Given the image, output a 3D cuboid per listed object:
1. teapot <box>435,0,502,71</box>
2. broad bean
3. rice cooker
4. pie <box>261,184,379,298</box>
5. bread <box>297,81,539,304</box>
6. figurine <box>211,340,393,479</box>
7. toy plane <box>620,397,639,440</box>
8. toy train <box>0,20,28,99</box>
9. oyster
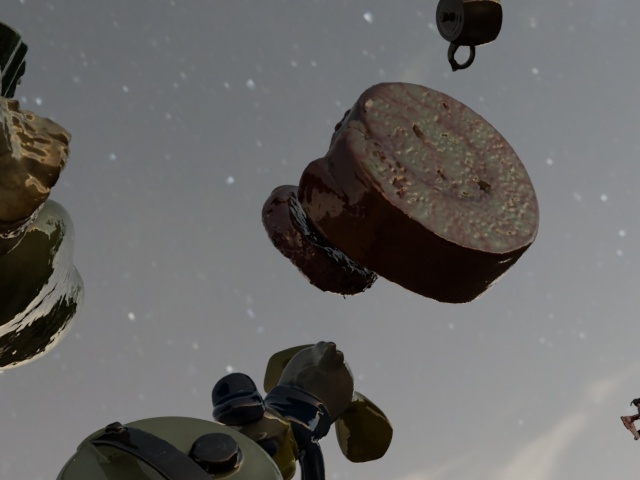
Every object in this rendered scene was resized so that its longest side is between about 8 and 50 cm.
[{"bbox_3d":[0.174,-0.267,1.652,0.068,0.076,0.121,-7,-69,-30],"label":"teapot"},{"bbox_3d":[-0.323,0.047,1.379,0.189,0.121,0.263,-53,-8,-20],"label":"broad bean"},{"bbox_3d":[-0.137,0.288,1.219,0.226,0.226,0.244,-13,-53,-28],"label":"rice cooker"},{"bbox_3d":[0.000,0.000,1.743,0.182,0.182,0.049,12,-51,-45],"label":"pie"},{"bbox_3d":[0.140,-0.065,1.753,0.114,0.295,0.328,-53,2,36],"label":"bread"},{"bbox_3d":[-0.071,0.238,1.617,0.284,0.204,0.338,-63,-22,-7],"label":"figurine"},{"bbox_3d":[0.448,0.235,1.827,0.145,0.060,0.037,-7,-30,-48],"label":"toy plane"},{"bbox_3d":[-0.448,-0.188,1.405,0.238,0.299,0.167,29,-100,-26],"label":"toy train"},{"bbox_3d":[-0.213,-0.031,0.777,0.163,0.081,0.191,-38,-35,-35],"label":"oyster"}]
